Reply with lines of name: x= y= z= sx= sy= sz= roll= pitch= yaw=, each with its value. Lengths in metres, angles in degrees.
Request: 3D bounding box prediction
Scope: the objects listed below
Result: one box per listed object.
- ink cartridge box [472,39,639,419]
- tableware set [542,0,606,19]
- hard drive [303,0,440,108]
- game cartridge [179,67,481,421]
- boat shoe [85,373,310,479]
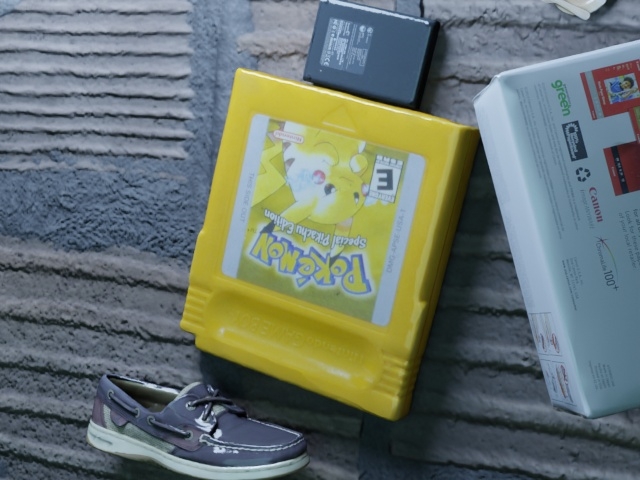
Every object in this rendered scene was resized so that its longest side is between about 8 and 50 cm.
ink cartridge box: x=0.314 y=-0.022 z=1.095 sx=0.272 sy=0.130 sz=0.309 roll=-13 pitch=87 yaw=-4
tableware set: x=0.261 y=-0.314 z=1.187 sx=0.168 sy=0.020 sz=0.141 roll=-47 pitch=74 yaw=20
hard drive: x=0.053 y=-0.202 z=1.287 sx=0.135 sy=0.022 sz=0.094 roll=17 pitch=100 yaw=23
game cartridge: x=0.000 y=0.000 z=1.308 sx=0.285 sy=0.053 sz=0.323 roll=17 pitch=99 yaw=23
boat shoe: x=-0.145 y=0.206 z=1.360 sx=0.285 sy=0.103 sz=0.092 roll=5 pitch=100 yaw=30
